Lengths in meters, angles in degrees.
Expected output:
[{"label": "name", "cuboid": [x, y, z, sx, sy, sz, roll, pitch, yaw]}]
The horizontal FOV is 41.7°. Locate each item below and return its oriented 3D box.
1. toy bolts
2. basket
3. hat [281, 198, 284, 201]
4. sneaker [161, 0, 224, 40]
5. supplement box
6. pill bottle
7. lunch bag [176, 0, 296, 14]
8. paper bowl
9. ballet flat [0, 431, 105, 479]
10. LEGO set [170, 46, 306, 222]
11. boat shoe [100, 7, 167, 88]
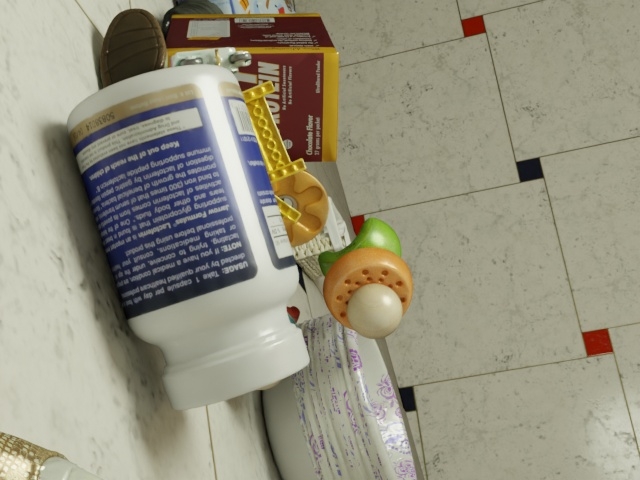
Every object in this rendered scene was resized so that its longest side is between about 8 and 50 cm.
[{"label": "toy bolts", "cuboid": [-0.032, 0.055, 0.941, 0.218, 0.228, 0.158, 43, 17, -22]}, {"label": "basket", "cuboid": [0.000, 0.000, 1.687, 0.167, 0.103, 0.113, 55, 18, -68]}, {"label": "hat", "cuboid": [-0.070, -0.231, 1.620, 0.331, 0.134, 0.331, -18, 90, -83]}, {"label": "sneaker", "cuboid": [-0.145, -0.195, 1.169, 0.286, 0.109, 0.130, 61, 16, -10]}, {"label": "supplement box", "cuboid": [-0.084, -0.186, 1.004, 0.194, 0.191, 0.129, -102, -168, -62]}, {"label": "pill bottle", "cuboid": [-0.107, -0.001, 0.720, 0.153, 0.153, 0.265, -4, 77, -82]}, {"label": "lunch bag", "cuboid": [-0.117, -0.314, 1.376, 0.303, 0.115, 0.243, 9, 69, -66]}, {"label": "paper bowl", "cuboid": [0.021, 0.240, 1.100, 0.284, 0.148, 0.284, -17, 90, -82]}, {"label": "ballet flat", "cuboid": [-0.129, 0.170, 0.476, 0.073, 0.067, 0.206, -97, 166, -51]}, {"label": "LEGO set", "cuboid": [-0.087, -0.052, 0.868, 0.107, 0.132, 0.287, -148, -122, -80]}, {"label": "boat shoe", "cuboid": [-0.187, -0.144, 0.865, 0.072, 0.068, 0.190, 87, -2, -70]}]
